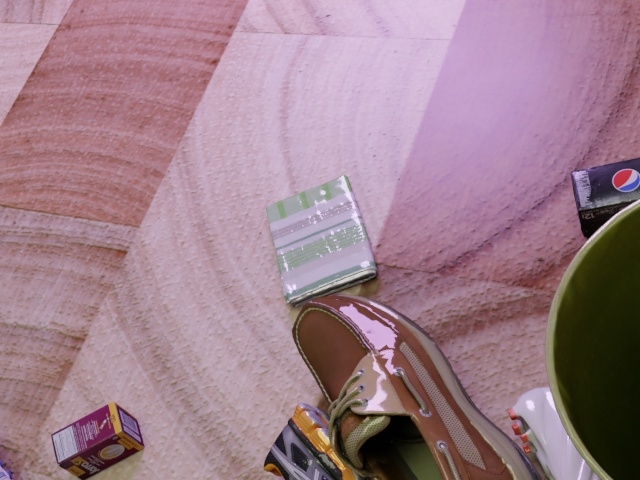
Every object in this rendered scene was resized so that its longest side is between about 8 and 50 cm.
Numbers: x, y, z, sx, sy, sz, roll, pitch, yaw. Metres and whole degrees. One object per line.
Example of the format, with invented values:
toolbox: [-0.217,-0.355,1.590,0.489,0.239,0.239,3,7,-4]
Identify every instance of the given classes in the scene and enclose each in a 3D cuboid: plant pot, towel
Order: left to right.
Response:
towel: [0.000,0.000,1.173,0.113,0.023,0.152,-20,51,7]
plant pot: [0.334,0.138,0.766,0.275,0.293,0.275,-11,57,17]

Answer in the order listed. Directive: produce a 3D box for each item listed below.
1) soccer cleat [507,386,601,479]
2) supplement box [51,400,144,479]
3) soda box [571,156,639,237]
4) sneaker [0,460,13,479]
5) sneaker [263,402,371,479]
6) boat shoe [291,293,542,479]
soccer cleat: [0.241,0.213,0.904,0.076,0.068,0.196,-23,51,0]
supplement box: [-0.249,0.225,1.110,0.083,0.055,0.043,-29,53,5]
soda box: [0.351,-0.053,1.029,0.169,0.060,0.053,-11,57,16]
sneaker: [-0.377,0.301,1.099,0.112,0.131,0.296,-65,28,23]
sneaker: [0.021,0.258,0.967,0.083,0.084,0.215,-47,49,7]
boat shoe: [0.070,0.167,0.944,0.324,0.120,0.122,43,124,37]
